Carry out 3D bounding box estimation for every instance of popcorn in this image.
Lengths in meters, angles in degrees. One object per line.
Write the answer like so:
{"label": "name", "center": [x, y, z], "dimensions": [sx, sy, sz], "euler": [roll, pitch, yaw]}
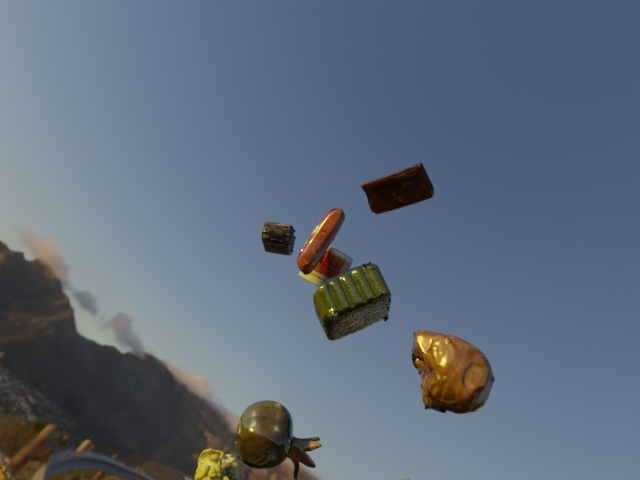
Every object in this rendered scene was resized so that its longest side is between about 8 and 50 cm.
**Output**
{"label": "popcorn", "center": [-0.323, 0.737, 1.467], "dimensions": [0.162, 0.135, 0.141], "euler": [28, -12, 26]}

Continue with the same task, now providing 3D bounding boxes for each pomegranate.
{"label": "pomegranate", "center": [-0.099, 0.453, 1.062], "dimensions": [0.191, 0.152, 0.131], "euler": [26, -70, -13]}

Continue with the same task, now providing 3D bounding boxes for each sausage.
{"label": "sausage", "center": [0.000, 0.000, 2.034], "dimensions": [0.102, 0.330, 0.102], "euler": [31, -14, 9]}

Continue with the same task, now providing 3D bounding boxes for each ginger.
{"label": "ginger", "center": [0.412, 0.398, 1.447], "dimensions": [0.223, 0.269, 0.200], "euler": [-5, -38, 1]}

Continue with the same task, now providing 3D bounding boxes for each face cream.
{"label": "face cream", "center": [0.028, 0.122, 2.182], "dimensions": [0.201, 0.187, 0.201], "euler": [28, -1, 0]}

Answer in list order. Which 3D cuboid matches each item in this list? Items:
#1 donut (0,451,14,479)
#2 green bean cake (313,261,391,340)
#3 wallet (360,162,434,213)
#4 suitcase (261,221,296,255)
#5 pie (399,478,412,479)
{"label": "donut", "center": [-0.665, 0.591, 0.877], "dimensions": [0.377, 0.163, 0.435], "euler": [11, -80, 39]}
{"label": "green bean cake", "center": [0.106, 0.213, 1.618], "dimensions": [0.247, 0.250, 0.156], "euler": [81, -13, -58]}
{"label": "wallet", "center": [0.191, -0.126, 1.165], "dimensions": [0.176, 0.026, 0.095], "euler": [-18, -74, 38]}
{"label": "suitcase", "center": [-0.110, -0.004, 1.234], "dimensions": [0.086, 0.059, 0.126], "euler": [8, -19, 1]}
{"label": "pie", "center": [0.246, 0.679, 1.268], "dimensions": [0.084, 0.084, 0.020], "euler": [20, -69, 33]}
